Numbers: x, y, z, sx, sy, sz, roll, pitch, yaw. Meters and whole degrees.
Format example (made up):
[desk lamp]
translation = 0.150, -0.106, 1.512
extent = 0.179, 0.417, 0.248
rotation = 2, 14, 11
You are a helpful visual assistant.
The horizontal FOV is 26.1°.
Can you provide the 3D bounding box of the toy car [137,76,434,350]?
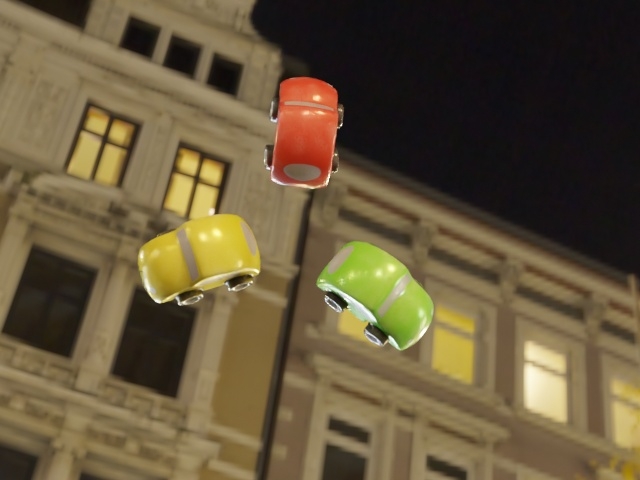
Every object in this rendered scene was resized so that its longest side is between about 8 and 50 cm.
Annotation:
[toy car]
translation = 0.000, 0.000, 1.119
extent = 0.225, 0.239, 0.053
rotation = 38, -17, 4
